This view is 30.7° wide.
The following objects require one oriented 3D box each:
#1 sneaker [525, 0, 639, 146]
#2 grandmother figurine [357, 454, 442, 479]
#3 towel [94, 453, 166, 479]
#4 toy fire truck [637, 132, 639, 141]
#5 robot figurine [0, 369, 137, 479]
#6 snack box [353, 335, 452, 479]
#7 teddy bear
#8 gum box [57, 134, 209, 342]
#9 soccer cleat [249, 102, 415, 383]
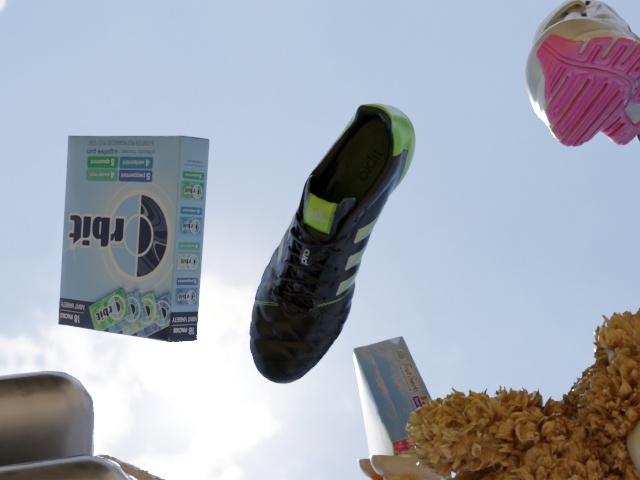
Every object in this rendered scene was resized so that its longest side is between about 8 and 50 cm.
[{"bbox_3d":[0.217,-0.148,0.979,0.111,0.103,0.252,49,-161,20],"label":"sneaker"},{"bbox_3d":[0.063,0.377,1.083,0.104,0.208,0.342,7,-104,1],"label":"grandmother figurine"},{"bbox_3d":[-0.181,0.356,1.107,0.187,0.049,0.282,26,-125,-12],"label":"towel"},{"bbox_3d":[0.368,-0.123,1.095,0.135,0.192,0.047,2,-153,18],"label":"toy fire truck"},{"bbox_3d":[-0.156,0.237,0.534,0.199,0.353,0.300,-3,-157,-20],"label":"robot figurine"},{"bbox_3d":[0.100,0.246,1.361,0.070,0.207,0.174,-13,-145,-7],"label":"snack box"},{"bbox_3d":[0.156,0.201,0.820,0.338,0.245,0.113,-22,177,7],"label":"teddy bear"},{"bbox_3d":[-0.177,-0.005,1.088,0.157,0.184,0.041,5,-178,38],"label":"gum box"},{"bbox_3d":[0.000,0.000,0.680,0.060,0.072,0.179,26,-88,17],"label":"soccer cleat"}]
